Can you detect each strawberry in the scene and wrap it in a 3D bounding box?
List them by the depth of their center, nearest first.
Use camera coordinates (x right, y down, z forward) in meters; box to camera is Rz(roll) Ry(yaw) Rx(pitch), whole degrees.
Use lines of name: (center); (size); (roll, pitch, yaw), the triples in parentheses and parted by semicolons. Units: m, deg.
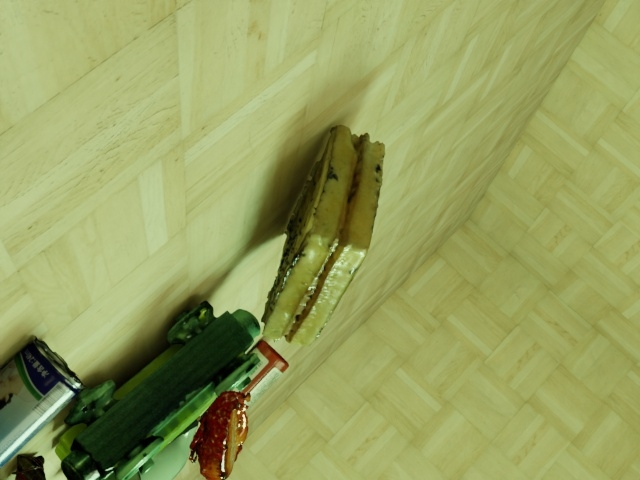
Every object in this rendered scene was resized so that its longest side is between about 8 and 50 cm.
strawberry: (-0.172, 0.326, 1.528); (0.121, 0.082, 0.188); (-55, 158, -56)

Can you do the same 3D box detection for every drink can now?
drink can: (-0.424, 0.240, 1.153); (0.235, 0.097, 0.097); (-45, 168, -11)

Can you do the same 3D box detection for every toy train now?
toy train: (-0.294, 0.293, 1.621); (0.442, 0.179, 0.272); (-40, 174, -33)

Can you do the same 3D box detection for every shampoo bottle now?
shampoo bottle: (-0.214, 0.401, 2.386); (0.278, 0.104, 0.104); (-46, 168, -5)

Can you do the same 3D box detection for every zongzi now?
zongzi: (-0.496, 0.385, 1.506); (0.067, 0.073, 0.083); (-42, -153, -26)

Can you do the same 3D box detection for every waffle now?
waffle: (-0.001, 0.000, 1.589); (0.376, 0.114, 0.261); (117, -14, -54)

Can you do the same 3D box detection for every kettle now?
kettle: (-0.362, 0.444, 1.829); (0.240, 0.165, 0.255); (-38, 171, 16)
